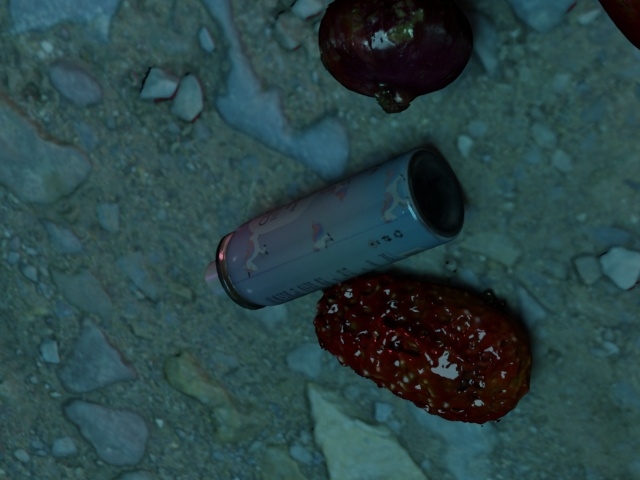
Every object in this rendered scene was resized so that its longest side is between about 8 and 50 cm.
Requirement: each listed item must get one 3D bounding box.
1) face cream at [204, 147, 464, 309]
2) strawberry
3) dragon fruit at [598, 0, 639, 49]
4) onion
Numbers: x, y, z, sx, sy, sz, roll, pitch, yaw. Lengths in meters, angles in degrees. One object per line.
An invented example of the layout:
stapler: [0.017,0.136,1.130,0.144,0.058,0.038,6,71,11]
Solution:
face cream: [0.000,0.000,0.970,0.229,0.075,0.075,-22,107,36]
strawberry: [0.074,0.094,0.986,0.188,0.082,0.121,13,127,18]
dragon fruit: [0.248,-0.180,0.626,0.241,0.241,0.252,42,162,-1]
onion: [0.050,-0.132,0.841,0.107,0.097,0.107,9,166,2]
